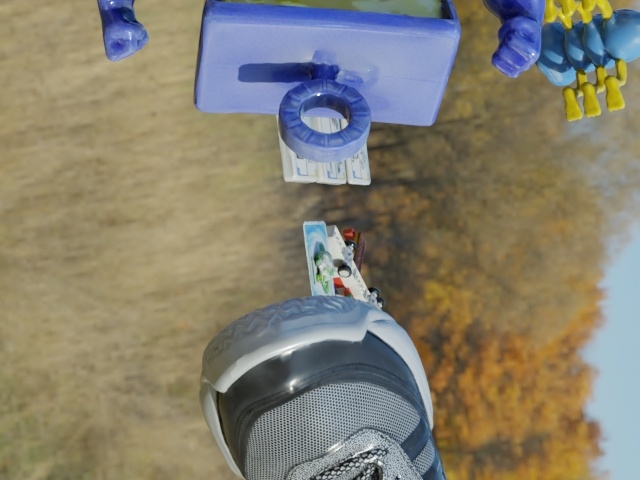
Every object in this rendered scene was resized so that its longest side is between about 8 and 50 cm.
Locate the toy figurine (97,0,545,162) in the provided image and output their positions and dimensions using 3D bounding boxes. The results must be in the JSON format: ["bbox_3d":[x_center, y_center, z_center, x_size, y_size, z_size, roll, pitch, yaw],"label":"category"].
[{"bbox_3d":[-0.023,-0.140,0.600,0.191,0.362,0.217,112,-21,-63],"label":"toy figurine"}]

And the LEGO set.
[{"bbox_3d":[0.000,0.000,1.183,0.182,0.060,0.244,-4,86,-69],"label":"LEGO set"}]

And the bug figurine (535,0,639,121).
[{"bbox_3d":[0.190,-0.223,0.892,0.072,0.216,0.279,-21,101,-48],"label":"bug figurine"}]

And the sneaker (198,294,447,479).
[{"bbox_3d":[0.030,0.143,0.664,0.269,0.101,0.153,66,1,-51],"label":"sneaker"}]
